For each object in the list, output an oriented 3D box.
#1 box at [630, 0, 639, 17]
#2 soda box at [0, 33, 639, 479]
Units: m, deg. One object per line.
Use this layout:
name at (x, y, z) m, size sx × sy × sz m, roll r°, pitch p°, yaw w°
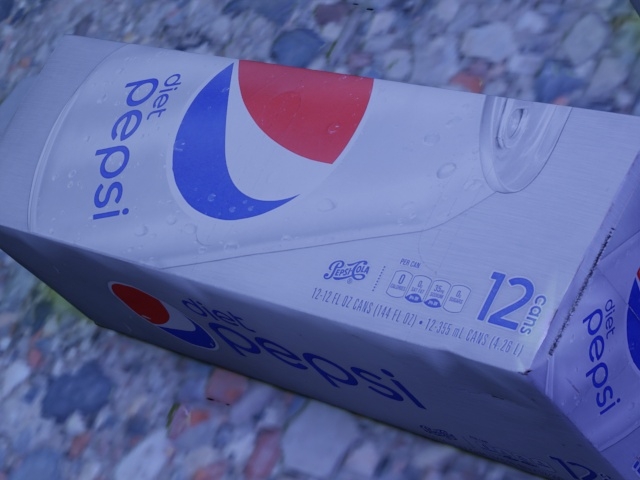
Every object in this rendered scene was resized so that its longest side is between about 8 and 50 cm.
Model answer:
box at (0.159, -0.105, 0.549) m, size 0.102 × 0.101 × 0.087 m, roll 26°, pitch 76°, yaw 44°
soda box at (0.000, 0.000, 0.594) m, size 0.286 × 0.098 × 0.091 m, roll 14°, pitch 67°, yaw 43°
